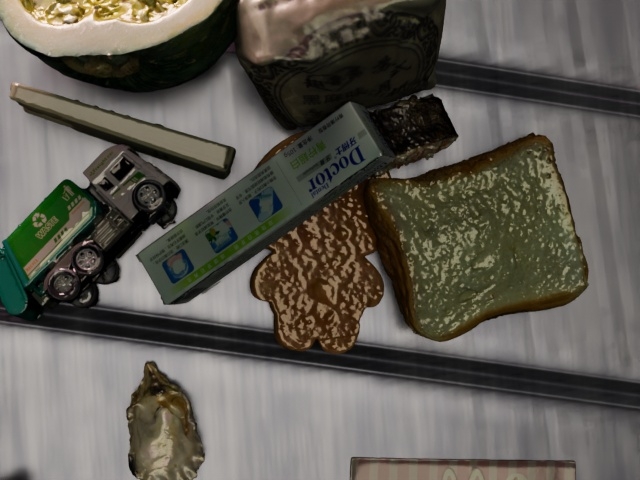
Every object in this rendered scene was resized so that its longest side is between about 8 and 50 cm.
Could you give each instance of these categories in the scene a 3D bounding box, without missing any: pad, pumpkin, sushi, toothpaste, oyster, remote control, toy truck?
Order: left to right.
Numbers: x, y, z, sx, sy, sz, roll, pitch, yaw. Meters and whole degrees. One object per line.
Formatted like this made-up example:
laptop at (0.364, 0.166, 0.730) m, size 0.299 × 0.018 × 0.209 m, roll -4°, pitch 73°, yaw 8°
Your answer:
toy truck at (-0.293, -0.004, 1.564) m, size 0.124 × 0.114 × 0.253 m, roll 41°, pitch 86°, yaw 8°
remote control at (-0.244, -0.140, 1.564) m, size 0.285 × 0.123 × 0.038 m, roll 18°, pitch 87°, yaw -2°
pumpkin at (-0.226, -0.306, 1.534) m, size 0.293 × 0.197 × 0.263 m, roll -3°, pitch 75°, yaw 3°
oyster at (-0.204, 0.245, 1.596) m, size 0.146 × 0.045 × 0.121 m, roll 44°, pitch 83°, yaw -10°
toothpaste at (-0.068, -0.040, 1.538) m, size 0.336 × 0.067 × 0.081 m, roll -34°, pitch 79°, yaw 17°
sushi at (0.095, -0.129, 1.582) m, size 0.150 × 0.090 × 0.078 m, roll -18°, pitch 83°, yaw -22°
pad at (0.184, 0.384, 1.645) m, size 0.300 × 0.005 × 0.202 m, roll 2°, pitch 89°, yaw -5°

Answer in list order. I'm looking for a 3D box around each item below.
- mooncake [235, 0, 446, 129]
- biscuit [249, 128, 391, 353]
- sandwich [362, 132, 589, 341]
mooncake at (0.030, -0.233, 1.521) m, size 0.254 × 0.250 × 0.136 m, roll -17°, pitch 72°, yaw 0°
biscuit at (0.000, 0.000, 1.617) m, size 0.202 × 0.044 × 0.288 m, roll -1°, pitch 90°, yaw -11°
sandwich at (0.200, -0.002, 1.596) m, size 0.251 × 0.087 × 0.226 m, roll -17°, pitch 96°, yaw -11°
